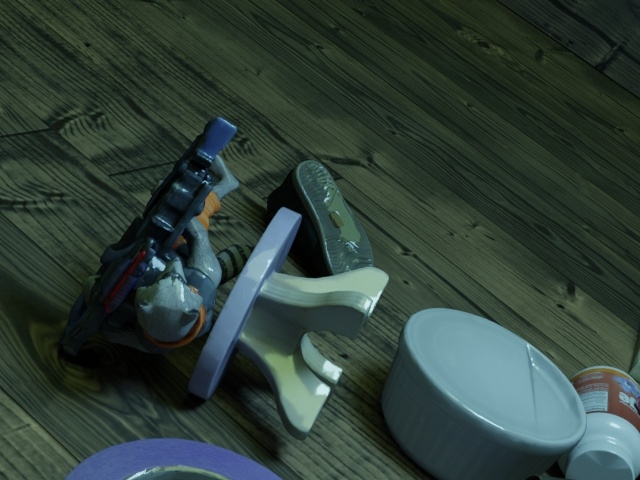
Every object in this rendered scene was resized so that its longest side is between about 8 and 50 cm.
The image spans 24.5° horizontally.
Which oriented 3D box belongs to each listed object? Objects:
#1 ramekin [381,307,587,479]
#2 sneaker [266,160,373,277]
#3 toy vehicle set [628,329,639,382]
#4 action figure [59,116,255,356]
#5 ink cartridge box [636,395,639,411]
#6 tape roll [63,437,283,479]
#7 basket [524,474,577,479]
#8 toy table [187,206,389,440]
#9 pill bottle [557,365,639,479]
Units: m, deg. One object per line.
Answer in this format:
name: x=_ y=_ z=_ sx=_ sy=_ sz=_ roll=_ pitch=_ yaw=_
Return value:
ramekin: x=0.205 y=0.221 z=1.944 sx=0.273 sy=0.127 sz=0.273 roll=23 pitch=26 yaw=-12
sneaker: x=0.000 y=0.000 z=2.207 sx=0.083 sy=0.118 sz=0.222 roll=-14 pitch=76 yaw=-34
toy vehicle set: x=0.616 y=0.205 z=2.494 sx=0.166 sy=0.035 sz=0.267 roll=32 pitch=26 yaw=5
action figure: x=-0.148 y=0.009 z=1.756 sx=0.178 sy=0.341 sz=0.330 roll=35 pitch=22 yaw=-9
ink cartridge box: x=0.669 y=0.248 z=1.979 sx=0.160 sy=0.384 sz=0.279 roll=-17 pitch=79 yaw=-57
tape roll: x=-0.132 y=0.315 z=1.422 sx=0.274 sy=0.090 sz=0.275 roll=14 pitch=30 yaw=-8
basket: x=0.345 y=0.369 z=1.756 sx=0.227 sy=0.154 sz=0.204 roll=15 pitch=33 yaw=-12
toy table: x=-0.033 y=0.102 z=1.807 sx=0.161 sy=0.252 sz=0.274 roll=26 pitch=68 yaw=4
pill bottle: x=0.390 y=0.273 z=2.042 sx=0.121 sy=0.121 sz=0.216 roll=28 pitch=26 yaw=-1
